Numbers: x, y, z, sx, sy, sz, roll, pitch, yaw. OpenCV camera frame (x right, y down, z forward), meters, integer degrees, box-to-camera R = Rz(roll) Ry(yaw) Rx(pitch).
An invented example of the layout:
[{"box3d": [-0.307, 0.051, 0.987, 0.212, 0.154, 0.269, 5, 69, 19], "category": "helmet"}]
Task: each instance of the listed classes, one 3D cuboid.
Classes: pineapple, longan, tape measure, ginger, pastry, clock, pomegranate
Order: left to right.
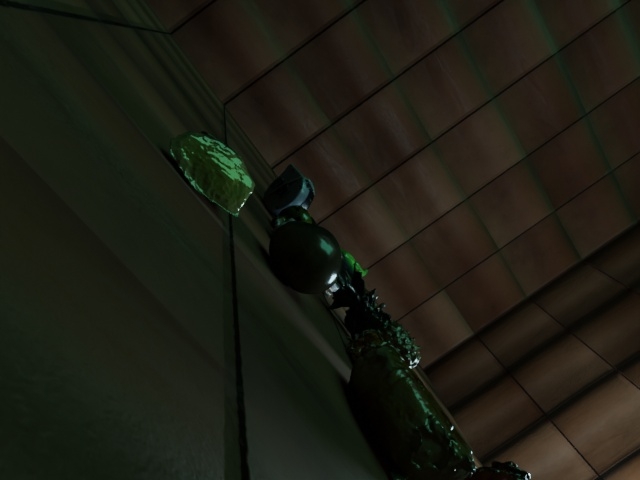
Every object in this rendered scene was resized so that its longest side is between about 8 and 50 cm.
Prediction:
[{"box3d": [-0.229, -0.147, 1.103, 0.193, 0.115, 0.123, 43, -12, -33], "category": "ginger"}, {"box3d": [-0.095, -0.020, 1.618, 0.117, 0.080, 0.176, 52, 6, -18], "category": "clock"}, {"box3d": [-0.111, -0.161, 1.933, 0.107, 0.182, 0.181, 48, -4, -40], "category": "tape measure"}, {"box3d": [-0.099, -0.056, 1.757, 0.162, 0.122, 0.122, 6, 42, -47], "category": "pomegranate"}, {"box3d": [-0.036, 0.037, 1.301, 0.187, 0.167, 0.167, 33, -2, 15], "category": "longan"}, {"box3d": [0.149, 0.248, 1.673, 0.364, 0.166, 0.165, 52, 4, -4], "category": "pineapple"}, {"box3d": [0.159, 0.323, 1.478, 0.186, 0.115, 0.236, 53, 1, -9], "category": "pineapple"}, {"box3d": [0.183, 0.368, 1.118, 0.329, 0.136, 0.329, 53, 3, -3], "category": "pastry"}]

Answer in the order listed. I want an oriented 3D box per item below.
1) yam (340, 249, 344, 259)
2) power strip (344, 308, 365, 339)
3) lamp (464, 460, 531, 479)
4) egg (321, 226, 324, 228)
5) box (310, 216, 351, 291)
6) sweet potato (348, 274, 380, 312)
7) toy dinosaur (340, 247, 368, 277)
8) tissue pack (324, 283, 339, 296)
[{"box3d": [0.015, 0.062, 1.941, 0.084, 0.127, 0.084, 54, 8, -12], "category": "yam"}, {"box3d": [0.170, 0.328, 1.802, 0.286, 0.080, 0.048, 52, 6, -24], "category": "power strip"}, {"box3d": [0.450, 0.649, 1.358, 0.226, 0.227, 0.227, 54, 4, -5], "category": "lamp"}, {"box3d": [0.000, 0.000, 2.475, 0.135, 0.103, 0.103, 56, 3, -9], "category": "egg"}, {"box3d": [0.013, 0.062, 2.176, 0.350, 0.091, 0.359, 53, 6, -14], "category": "box"}, {"box3d": [0.146, 0.224, 2.373, 0.385, 0.109, 0.109, 49, 1, 27], "category": "sweet potato"}, {"box3d": [0.085, 0.069, 2.722, 0.374, 0.144, 0.500, 50, -2, 6], "category": "toy dinosaur"}, {"box3d": [-0.005, 0.101, 1.804, 0.148, 0.060, 0.108, 52, 3, -40], "category": "tissue pack"}]
